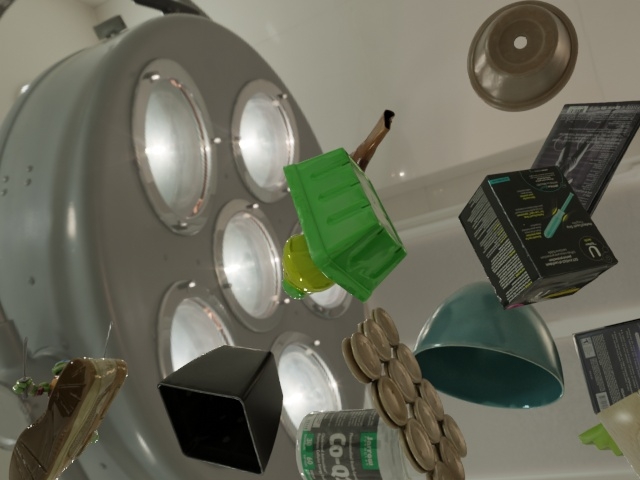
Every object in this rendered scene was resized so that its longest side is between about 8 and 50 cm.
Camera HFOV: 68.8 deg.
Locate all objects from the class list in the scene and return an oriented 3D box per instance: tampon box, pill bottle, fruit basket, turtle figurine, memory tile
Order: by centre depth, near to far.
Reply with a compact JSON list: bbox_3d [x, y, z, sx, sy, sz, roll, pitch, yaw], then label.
[{"bbox_3d":[0.071,0.128,0.371,0.148,0.012,0.113,59,-160,3],"label":"memory tile"},{"bbox_3d":[0.291,-0.005,0.647,0.101,0.120,0.161,105,153,-58],"label":"tampon box"},{"bbox_3d":[-0.664,0.385,1.199,0.197,0.275,0.266,15,-146,-44],"label":"turtle figurine"},{"bbox_3d":[0.000,0.000,1.217,0.283,0.391,0.392,40,-141,-45],"label":"fruit basket"},{"bbox_3d":[0.131,0.576,1.302,0.204,0.360,0.204,40,-136,-53],"label":"pill bottle"}]

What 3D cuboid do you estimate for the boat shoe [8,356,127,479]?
[{"bbox_3d":[-0.495,0.380,0.924,0.121,0.341,0.110,40,-169,29],"label":"boat shoe"}]

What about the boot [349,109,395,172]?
[{"bbox_3d":[0.144,-0.250,1.483,0.096,0.280,0.264,35,-138,-8],"label":"boot"}]

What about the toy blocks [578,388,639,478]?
[{"bbox_3d":[0.442,0.191,0.366,0.190,0.381,0.261,19,-144,-37],"label":"toy blocks"}]

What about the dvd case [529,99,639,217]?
[{"bbox_3d":[0.418,-0.125,0.776,0.018,0.221,0.164,25,-174,-20],"label":"dvd case"}]

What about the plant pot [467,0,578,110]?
[{"bbox_3d":[0.475,-0.447,1.104,0.229,0.262,0.263,-24,-82,-66],"label":"plant pot"}]

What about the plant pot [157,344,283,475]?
[{"bbox_3d":[-0.172,0.313,0.922,0.167,0.187,0.188,-47,-47,-56],"label":"plant pot"}]

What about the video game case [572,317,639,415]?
[{"bbox_3d":[0.752,0.281,1.085,0.026,0.274,0.196,6,-111,-84],"label":"video game case"}]

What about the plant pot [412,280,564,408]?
[{"bbox_3d":[0.350,0.203,0.984,0.290,0.290,0.196,55,-137,-40],"label":"plant pot"}]
